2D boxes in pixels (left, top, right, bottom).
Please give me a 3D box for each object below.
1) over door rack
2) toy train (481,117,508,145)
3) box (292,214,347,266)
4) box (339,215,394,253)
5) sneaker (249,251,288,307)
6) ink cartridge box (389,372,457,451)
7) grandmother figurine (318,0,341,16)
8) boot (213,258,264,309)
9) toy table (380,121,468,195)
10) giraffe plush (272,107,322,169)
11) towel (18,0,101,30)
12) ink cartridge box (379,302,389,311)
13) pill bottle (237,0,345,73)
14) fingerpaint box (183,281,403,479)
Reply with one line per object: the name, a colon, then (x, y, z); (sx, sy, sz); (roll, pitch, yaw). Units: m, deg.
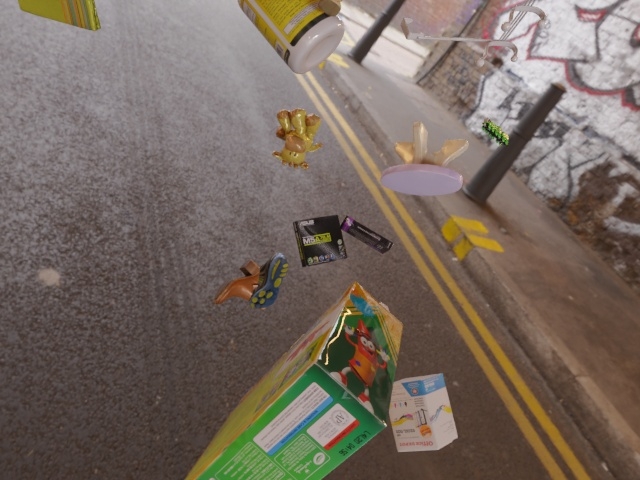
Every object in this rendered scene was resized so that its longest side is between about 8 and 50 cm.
over door rack: (0.379, -0.530, 1.052); (0.325, 0.239, 0.108); (5, 63, -13)
toy train: (0.311, -0.193, 0.813); (0.083, 0.017, 0.023); (21, 74, -41)
box: (0.000, 0.000, 1.800); (0.191, 0.045, 0.184); (-9, 86, -28)
box: (0.135, -0.015, 1.370); (0.162, 0.029, 0.116); (32, -7, 2)
sneaker: (-0.147, 0.115, 1.304); (0.067, 0.188, 0.078); (19, 20, -23)
ink cartridge box: (0.361, 0.620, 1.653); (0.168, 0.171, 0.232); (6, 67, -50)
grandmother figurine: (0.065, -0.729, 1.074); (0.104, 0.342, 0.208); (25, -1, 41)
boot: (-0.242, 0.177, 1.508); (0.197, 0.073, 0.152); (-45, 107, -23)
toy table: (0.345, -0.258, 1.522); (0.275, 0.160, 0.252); (10, -17, 24)
giraffe plush: (-0.094, -0.351, 1.663); (0.182, 0.210, 0.170); (3, 48, 17)
towel: (-0.597, -0.547, 1.025); (0.237, 0.102, 0.021); (21, 40, 17)
ink cartridge box: (0.244, 0.325, 1.912); (0.143, 0.090, 0.092); (41, 31, -64)
pill bottle: (-0.103, -0.641, 1.245); (0.334, 0.188, 0.188); (51, 31, 1)
fingerpaint box: (-0.044, 0.341, 0.943); (0.163, 0.445, 0.371); (42, 20, 0)
